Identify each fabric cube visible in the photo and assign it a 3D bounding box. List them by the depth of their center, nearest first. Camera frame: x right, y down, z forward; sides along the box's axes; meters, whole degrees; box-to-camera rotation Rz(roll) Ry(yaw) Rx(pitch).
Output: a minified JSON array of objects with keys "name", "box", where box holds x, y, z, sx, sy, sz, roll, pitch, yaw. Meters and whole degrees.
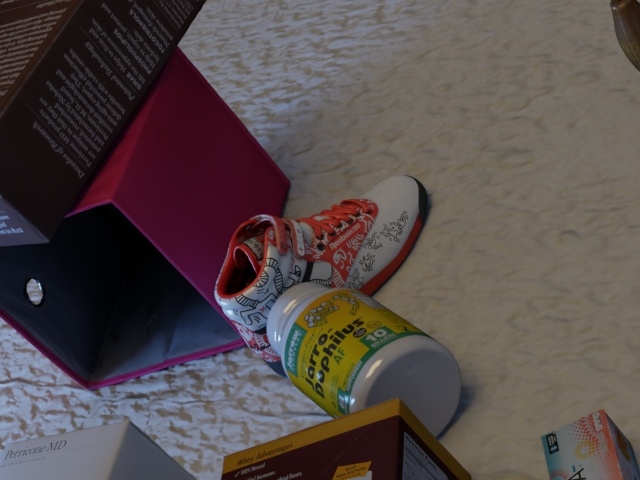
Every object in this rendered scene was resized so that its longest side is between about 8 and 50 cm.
[{"name":"fabric cube","box":[-0.225,-0.023,1.688,0.259,0.254,0.258,-18,41,30]}]

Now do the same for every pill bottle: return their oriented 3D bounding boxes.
[{"name":"pill bottle","box":[0.033,0.114,1.407,0.117,0.117,0.208,-46,35,-8]}]

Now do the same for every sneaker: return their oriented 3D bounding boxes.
[{"name":"sneaker","box":[0.000,0.001,1.540,0.090,0.145,0.270,16,63,51]}]

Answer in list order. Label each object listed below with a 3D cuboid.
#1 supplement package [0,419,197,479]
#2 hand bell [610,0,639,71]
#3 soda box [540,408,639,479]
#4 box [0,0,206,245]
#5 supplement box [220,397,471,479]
[{"name":"supplement package","box":[-0.234,0.343,1.357,0.177,0.175,0.293,-15,42,34]},{"name":"hand bell","box":[0.315,-0.127,1.293,0.126,0.242,0.126,-26,37,22]},{"name":"soda box","box":[0.227,0.225,1.149,0.063,0.058,0.183,-28,36,19]},{"name":"box","box":[-0.300,-0.175,1.591,0.191,0.143,0.381,-3,46,42]},{"name":"supplement box","box":[0.016,0.269,1.240,0.191,0.129,0.194,-22,38,26]}]
